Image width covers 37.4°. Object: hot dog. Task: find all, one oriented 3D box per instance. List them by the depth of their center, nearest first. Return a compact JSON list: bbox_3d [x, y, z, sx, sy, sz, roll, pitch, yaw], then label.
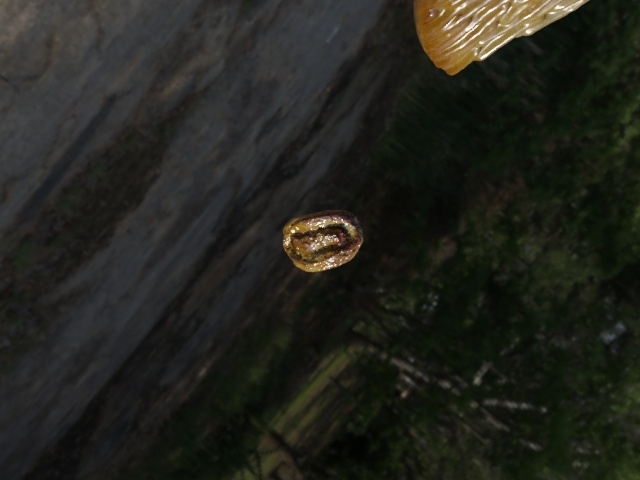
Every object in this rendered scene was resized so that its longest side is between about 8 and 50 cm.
[{"bbox_3d":[0.000,0.000,0.933,0.083,0.058,0.035,-13,-176,23],"label":"hot dog"}]

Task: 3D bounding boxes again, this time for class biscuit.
[{"bbox_3d":[0.152,-0.184,0.608,0.176,0.031,0.228,-5,151,-24],"label":"biscuit"}]
